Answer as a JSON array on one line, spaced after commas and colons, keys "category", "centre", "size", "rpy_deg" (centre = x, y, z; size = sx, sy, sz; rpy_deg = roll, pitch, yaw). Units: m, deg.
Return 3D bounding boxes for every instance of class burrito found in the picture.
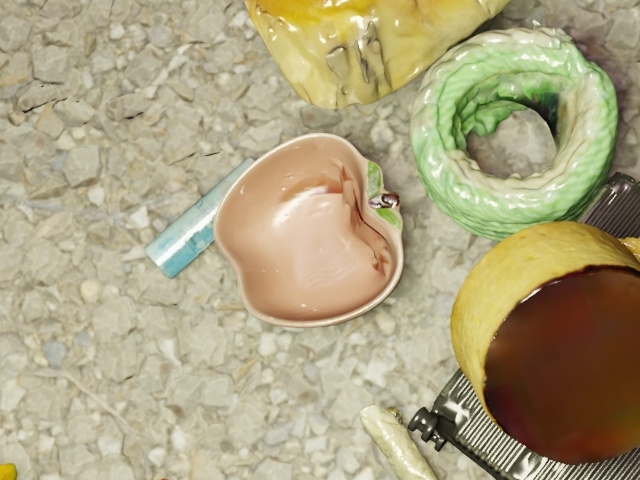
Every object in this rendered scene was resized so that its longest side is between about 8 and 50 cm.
[{"category": "burrito", "centre": [0.101, 0.248, 1.349], "size": [0.041, 0.045, 0.185], "rpy_deg": [-21, 67, -32]}]

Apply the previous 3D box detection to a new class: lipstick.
[{"category": "lipstick", "centre": [-0.122, -0.026, 1.462], "size": [0.158, 0.048, 0.048], "rpy_deg": [-41, 72, -2]}]

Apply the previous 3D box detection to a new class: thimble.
[{"category": "thimble", "centre": [0.202, -0.110, 1.365], "size": [0.219, 0.150, 0.219], "rpy_deg": [-2, 77, 10]}]

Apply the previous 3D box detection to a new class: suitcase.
[{"category": "suitcase", "centre": [0.280, 0.127, 1.289], "size": [0.229, 0.152, 0.335], "rpy_deg": [38, 85, 16]}]

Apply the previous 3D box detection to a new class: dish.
[{"category": "dish", "centre": [0.000, 0.000, 1.411], "size": [0.213, 0.090, 0.213], "rpy_deg": [-3, 76, 13]}]

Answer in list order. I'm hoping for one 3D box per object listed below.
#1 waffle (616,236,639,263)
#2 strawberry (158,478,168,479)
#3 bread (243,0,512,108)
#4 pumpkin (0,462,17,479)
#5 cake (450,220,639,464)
[{"category": "waffle", "centre": [0.326, -0.002, 1.228], "size": [0.191, 0.032, 0.125], "rpy_deg": [30, 81, 14]}, {"category": "strawberry", "centre": [-0.172, 0.311, 1.379], "size": [0.188, 0.082, 0.121], "rpy_deg": [-10, 94, -1]}, {"category": "bread", "centre": [0.091, -0.315, 1.400], "size": [0.388, 0.183, 0.236], "rpy_deg": [-41, 35, -11]}, {"category": "pumpkin", "centre": [-0.415, 0.301, 1.427], "size": [0.254, 0.149, 0.130], "rpy_deg": [26, 40, 21]}, {"category": "cake", "centre": [0.212, 0.076, 1.168], "size": [0.207, 0.178, 0.185], "rpy_deg": [35, 104, -15]}]
